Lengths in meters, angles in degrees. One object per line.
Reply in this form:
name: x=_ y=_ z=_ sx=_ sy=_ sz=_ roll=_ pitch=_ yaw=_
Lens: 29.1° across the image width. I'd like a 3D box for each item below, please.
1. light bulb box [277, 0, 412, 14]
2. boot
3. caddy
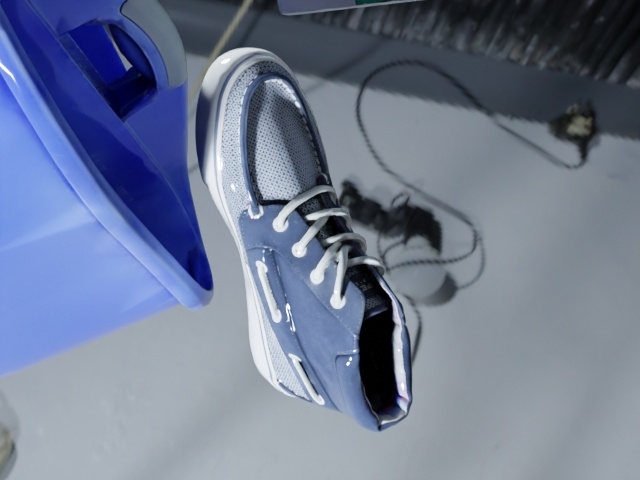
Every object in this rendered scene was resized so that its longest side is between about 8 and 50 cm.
light bulb box: x=0.130 y=-0.364 z=0.804 sx=0.361 sy=0.357 sz=0.225 roll=-4 pitch=28 yaw=15
boot: x=0.000 y=0.000 z=0.601 sx=0.069 sy=0.190 sz=0.086 roll=-30 pitch=30 yaw=-31
caddy: x=-0.157 y=-0.074 z=0.640 sx=0.179 sy=0.341 sz=0.241 roll=-26 pitch=68 yaw=1
